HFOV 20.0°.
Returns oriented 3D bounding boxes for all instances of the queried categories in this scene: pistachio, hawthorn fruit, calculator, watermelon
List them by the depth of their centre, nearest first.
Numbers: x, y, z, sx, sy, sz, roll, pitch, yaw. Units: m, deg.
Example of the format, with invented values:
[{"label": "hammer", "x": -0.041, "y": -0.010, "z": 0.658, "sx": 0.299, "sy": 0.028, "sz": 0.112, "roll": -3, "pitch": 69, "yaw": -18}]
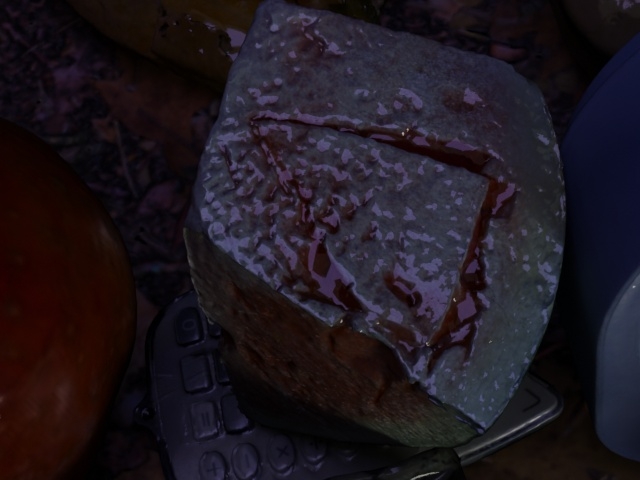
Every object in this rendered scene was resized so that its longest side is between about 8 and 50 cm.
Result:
[{"label": "watermelon", "x": 0.000, "y": 0.000, "z": 1.028, "sx": 0.201, "sy": 0.261, "sz": 0.213, "roll": 27, "pitch": 68, "yaw": -24}, {"label": "hawthorn fruit", "x": -0.234, "y": 0.057, "z": 1.084, "sx": 0.284, "sy": 0.284, "sz": 0.284, "roll": -3, "pitch": 62, "yaw": 5}, {"label": "calculator", "x": 0.010, "y": 0.082, "z": 1.156, "sx": 0.268, "sy": 0.040, "sz": 0.177, "roll": -11, "pitch": 61, "yaw": 1}, {"label": "pistachio", "x": 0.203, "y": -0.192, "z": 1.227, "sx": 0.131, "sy": 0.129, "sz": 0.206, "roll": 13, "pitch": 51, "yaw": -37}]

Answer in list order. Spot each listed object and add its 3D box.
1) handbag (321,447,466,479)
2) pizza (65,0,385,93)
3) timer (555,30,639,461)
[{"label": "handbag", "x": -0.011, "y": 0.338, "z": 0.937, "sx": 0.316, "sy": 0.180, "sz": 0.416, "roll": -13, "pitch": 57, "yaw": -9}, {"label": "pizza", "x": -0.073, "y": -0.256, "z": 1.326, "sx": 0.434, "sy": 0.080, "sz": 0.392, "roll": -8, "pitch": 61, "yaw": 4}, {"label": "timer", "x": 0.314, "y": -0.017, "z": 0.984, "sx": 0.395, "sy": 0.395, "sz": 0.173, "roll": -10, "pitch": 57, "yaw": 1}]
